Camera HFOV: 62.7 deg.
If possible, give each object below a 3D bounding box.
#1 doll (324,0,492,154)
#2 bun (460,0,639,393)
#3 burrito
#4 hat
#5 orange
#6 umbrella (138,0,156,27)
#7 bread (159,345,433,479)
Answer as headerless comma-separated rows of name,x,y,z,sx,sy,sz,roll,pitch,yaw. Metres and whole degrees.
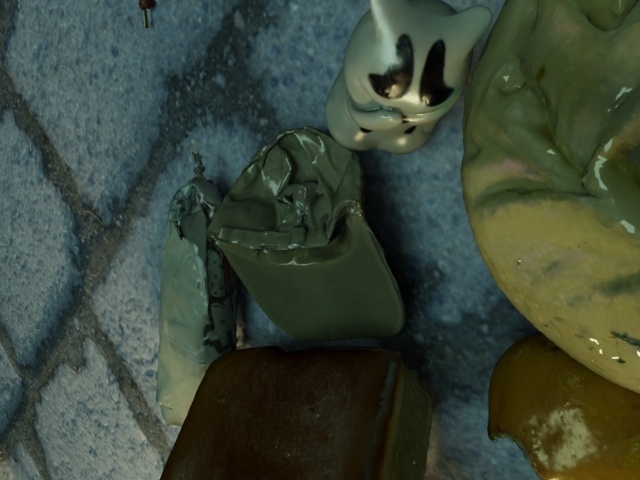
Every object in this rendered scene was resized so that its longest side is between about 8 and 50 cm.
doll,0.067,-0.141,0.468,0.110,0.181,0.107,6,84,-7
bun,0.235,-0.053,0.324,0.326,0.234,0.362,-44,68,43
burrito,-0.178,0.095,0.771,0.139,0.101,0.446,24,116,36
hat,0.000,0.000,0.630,0.214,0.149,0.245,-9,134,33
orange,0.216,0.153,0.449,0.156,0.134,0.157,52,160,28
umbrella,-0.251,-0.388,0.737,0.025,0.027,0.165,32,127,57
bread,-0.049,0.294,0.590,0.323,0.143,0.333,-11,51,39
